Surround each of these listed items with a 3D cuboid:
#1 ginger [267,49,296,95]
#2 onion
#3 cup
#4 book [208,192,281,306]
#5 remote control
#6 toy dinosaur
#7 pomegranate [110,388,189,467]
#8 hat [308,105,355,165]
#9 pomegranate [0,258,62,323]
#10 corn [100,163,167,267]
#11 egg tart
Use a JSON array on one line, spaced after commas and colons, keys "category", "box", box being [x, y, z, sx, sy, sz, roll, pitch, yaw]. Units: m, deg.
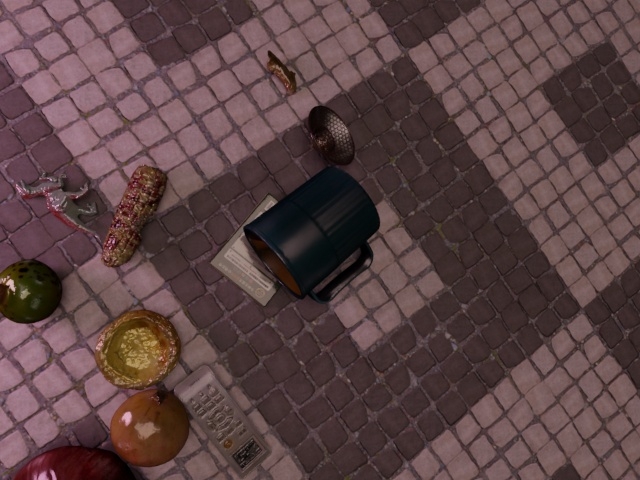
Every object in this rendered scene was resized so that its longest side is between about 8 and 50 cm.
[{"category": "ginger", "box": [-0.115, -0.494, 1.522, 0.137, 0.044, 0.057, 47, 34, -13]}, {"category": "onion", "box": [-0.586, 0.664, 1.193, 0.347, 0.285, 0.348, 0, 94, 4]}, {"category": "cup", "box": [0.002, -0.005, 1.377, 0.292, 0.242, 0.308, -41, 92, -16]}, {"category": "book", "box": [-0.155, 0.026, 1.473, 0.202, 0.027, 0.264, 40, 78, -7]}, {"category": "remote control", "box": [-0.264, 0.486, 1.400, 0.109, 0.055, 0.313, -37, 98, -19]}, {"category": "toy dinosaur", "box": [-0.669, -0.081, 1.362, 0.167, 0.053, 0.242, -28, 91, -12]}, {"category": "pomegranate", "box": [-0.424, 0.465, 1.293, 0.191, 0.191, 0.191, 1, 85, -12]}, {"category": "hat", "box": [0.009, -0.291, 1.514, 0.193, 0.082, 0.193, 27, 51, -39]}, {"category": "pomegranate", "box": [-0.733, 0.125, 1.263, 0.159, 0.205, 0.159, -1, 88, 24]}, {"category": "corn", "box": [-0.494, -0.062, 1.373, 0.098, 0.098, 0.290, 21, 82, -9]}, {"category": "egg tart", "box": [-0.470, 0.283, 1.353, 0.212, 0.090, 0.213, 1, 83, -10]}]
